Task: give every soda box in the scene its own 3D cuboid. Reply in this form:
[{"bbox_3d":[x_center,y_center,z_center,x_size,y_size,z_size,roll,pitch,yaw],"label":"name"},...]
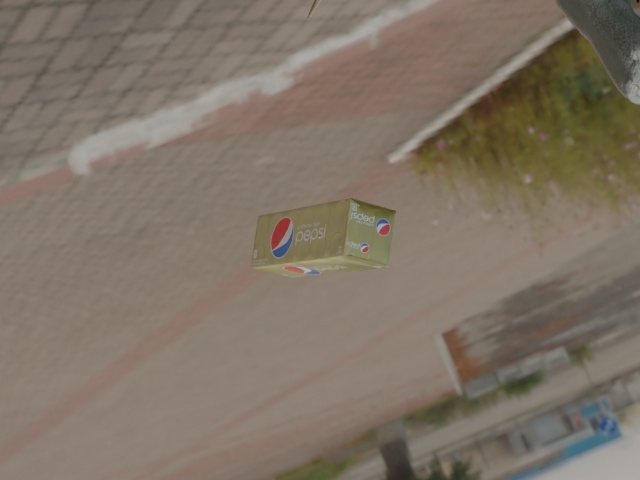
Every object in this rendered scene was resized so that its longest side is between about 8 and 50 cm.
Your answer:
[{"bbox_3d":[0.000,0.000,1.321,0.058,0.061,0.181,14,168,-31],"label":"soda box"}]

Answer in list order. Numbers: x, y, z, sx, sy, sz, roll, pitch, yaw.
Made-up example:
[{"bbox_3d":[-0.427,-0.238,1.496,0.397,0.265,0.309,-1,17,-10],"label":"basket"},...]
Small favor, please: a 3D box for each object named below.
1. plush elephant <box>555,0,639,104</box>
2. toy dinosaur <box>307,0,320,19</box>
[{"bbox_3d":[0.342,-0.339,1.282,0.255,0.330,0.272,-22,132,-18],"label":"plush elephant"},{"bbox_3d":[-0.001,-0.295,0.993,0.064,0.211,0.112,-12,163,-25],"label":"toy dinosaur"}]
